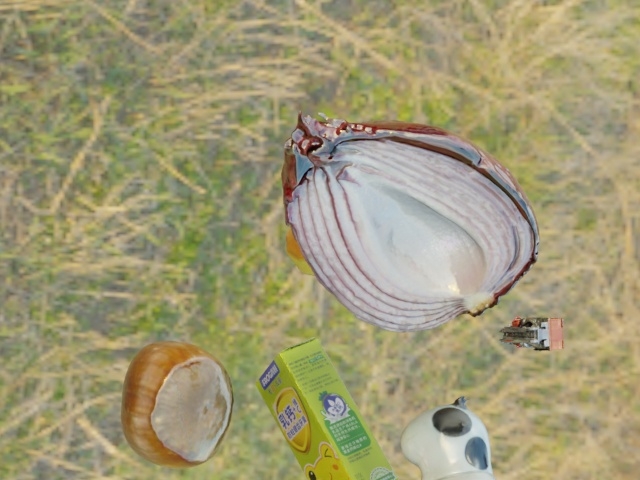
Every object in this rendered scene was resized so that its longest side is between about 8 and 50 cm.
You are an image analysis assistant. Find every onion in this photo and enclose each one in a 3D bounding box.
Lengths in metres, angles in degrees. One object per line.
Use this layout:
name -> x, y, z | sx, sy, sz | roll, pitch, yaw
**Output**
onion -> 0.074, -0.046, 1.239 | 0.283, 0.227, 0.120 | 45, 31, -27

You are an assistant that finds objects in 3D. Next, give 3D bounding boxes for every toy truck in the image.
toy truck -> 0.149, 0.065, 0.899 | 0.083, 0.032, 0.024 | 160, -75, -84

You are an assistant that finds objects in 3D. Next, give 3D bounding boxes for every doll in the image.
doll -> 0.170, 0.294, 1.593 | 0.110, 0.107, 0.181 | 10, 52, -36

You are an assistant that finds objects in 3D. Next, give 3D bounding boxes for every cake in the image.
cake -> 0.000, 0.000, 1.471 | 0.084, 0.084, 0.044 | -62, 140, -36

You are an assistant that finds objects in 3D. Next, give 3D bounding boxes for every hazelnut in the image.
hazelnut -> -0.181, 0.193, 1.527 | 0.150, 0.150, 0.150 | -5, 96, -59

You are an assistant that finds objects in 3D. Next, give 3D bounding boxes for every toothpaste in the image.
toothpaste -> 0.024, 0.311, 1.902 | 0.077, 0.110, 0.327 | -20, 70, -32
